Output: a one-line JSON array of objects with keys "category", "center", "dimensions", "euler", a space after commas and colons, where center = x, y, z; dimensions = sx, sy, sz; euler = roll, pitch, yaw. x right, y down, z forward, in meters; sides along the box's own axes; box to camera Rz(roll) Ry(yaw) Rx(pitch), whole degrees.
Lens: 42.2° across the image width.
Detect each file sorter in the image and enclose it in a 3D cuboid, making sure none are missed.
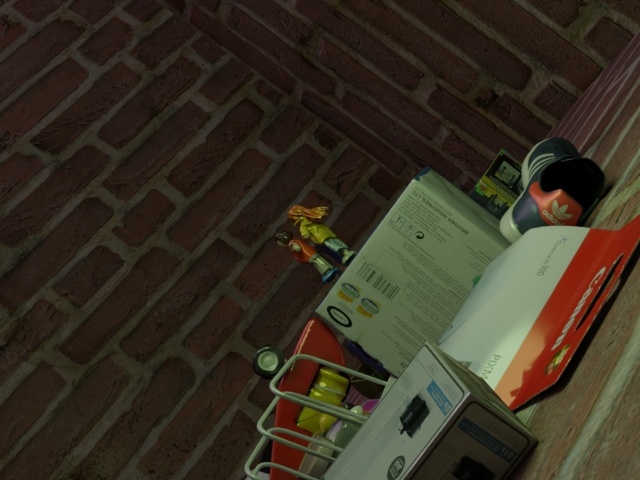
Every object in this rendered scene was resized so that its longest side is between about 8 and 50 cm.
[{"category": "file sorter", "center": [-0.014, 0.329, 1.210], "dimensions": [0.193, 0.173, 0.277], "euler": [-38, -34, -75]}]

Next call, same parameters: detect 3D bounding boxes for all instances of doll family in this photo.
[{"category": "doll family", "center": [0.000, 0.000, 1.662], "dimensions": [0.118, 0.163, 0.263], "euler": [-50, -13, 0]}]

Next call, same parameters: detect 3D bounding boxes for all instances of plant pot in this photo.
[{"category": "plant pot", "center": [0.145, 0.382, 2.239], "dimensions": [0.082, 0.083, 0.081], "euler": [-19, 23, 45]}]

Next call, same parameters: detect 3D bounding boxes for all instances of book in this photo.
[{"category": "book", "center": [0.113, 0.421, 1.993], "dimensions": [0.096, 0.035, 0.144], "euler": [-45, 4, -20]}]

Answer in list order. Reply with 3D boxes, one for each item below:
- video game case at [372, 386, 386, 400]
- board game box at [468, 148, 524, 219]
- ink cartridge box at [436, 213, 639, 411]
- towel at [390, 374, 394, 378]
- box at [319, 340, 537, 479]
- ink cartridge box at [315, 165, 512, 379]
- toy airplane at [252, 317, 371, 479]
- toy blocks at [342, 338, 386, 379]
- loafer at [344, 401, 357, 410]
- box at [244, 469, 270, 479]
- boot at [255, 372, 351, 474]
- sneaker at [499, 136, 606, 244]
[{"category": "video game case", "center": [0.120, 0.459, 2.137], "dimensions": [0.173, 0.022, 0.190], "euler": [-50, -5, -35]}, {"category": "board game box", "center": [0.384, -0.082, 1.595], "dimensions": [0.141, 0.170, 0.048], "euler": [-48, -5, -46]}, {"category": "ink cartridge box", "center": [0.252, 0.093, 1.063], "dimensions": [0.308, 0.091, 0.385], "euler": [-51, -6, -26]}, {"category": "towel", "center": [0.267, 0.219, 1.928], "dimensions": [0.282, 0.049, 0.187], "euler": [-50, -4, -16]}, {"category": "box", "center": [0.077, 0.264, 0.863], "dimensions": [0.290, 0.087, 0.169], "euler": [-53, 13, 6]}, {"category": "ink cartridge box", "center": [0.180, 0.100, 1.562], "dimensions": [0.395, 0.270, 0.151], "euler": [-54, -9, 21]}, {"category": "toy airplane", "center": [-0.003, 0.392, 1.574], "dimensions": [0.386, 0.273, 0.384], "euler": [-93, 8, -57]}, {"category": "toy blocks", "center": [0.194, 0.198, 2.120], "dimensions": [0.261, 0.190, 0.381], "euler": [-39, -10, -10]}, {"category": "loafer", "center": [0.048, 0.482, 2.111], "dimensions": [0.170, 0.061, 0.062], "euler": [-55, -4, 14]}, {"category": "box", "center": [-0.150, 0.635, 1.710], "dimensions": [0.232, 0.058, 0.322], "euler": [-3, 41, 48]}, {"category": "boot", "center": [-0.026, 0.501, 2.309], "dimensions": [0.367, 0.146, 0.445], "euler": [-43, -21, -48]}, {"category": "sneaker", "center": [0.420, -0.102, 1.406], "dimensions": [0.148, 0.131, 0.350], "euler": [-48, 6, 40]}]
